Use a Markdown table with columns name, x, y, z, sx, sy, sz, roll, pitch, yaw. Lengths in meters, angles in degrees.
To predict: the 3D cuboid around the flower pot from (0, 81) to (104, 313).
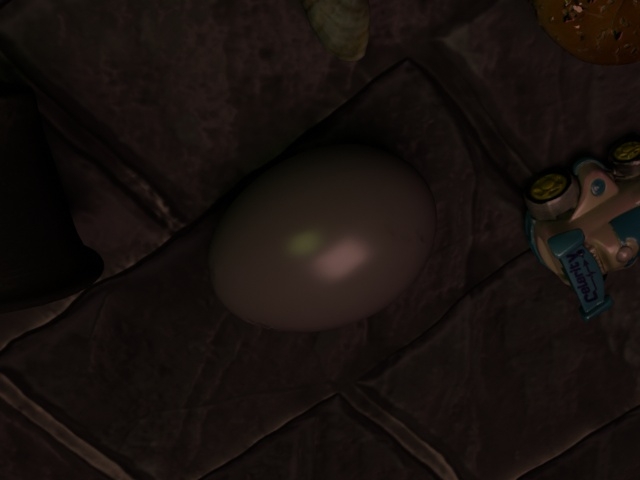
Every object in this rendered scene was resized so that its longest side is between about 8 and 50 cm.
| name | x | y | z | sx | sy | sz | roll | pitch | yaw |
| --- | --- | --- | --- | --- | --- | --- | --- | --- | --- |
| flower pot | -0.279 | -0.040 | 0.793 | 0.235 | 0.235 | 0.148 | -1 | 104 | -10 |

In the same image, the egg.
| name | x | y | z | sx | sy | sz | roll | pitch | yaw |
| --- | --- | --- | --- | --- | --- | --- | --- | --- | --- |
| egg | 0.000 | 0.000 | 0.892 | 0.198 | 0.146 | 0.146 | -20 | 124 | 10 |

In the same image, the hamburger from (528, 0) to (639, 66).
| name | x | y | z | sx | sy | sz | roll | pitch | yaw |
| --- | --- | --- | --- | --- | --- | --- | --- | --- | --- |
| hamburger | 0.231 | -0.229 | 0.809 | 0.185 | 0.113 | 0.177 | -41 | 120 | 16 |

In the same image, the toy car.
| name | x | y | z | sx | sy | sz | roll | pitch | yaw |
| --- | --- | --- | --- | --- | --- | --- | --- | --- | --- |
| toy car | 0.270 | -0.011 | 0.966 | 0.161 | 0.098 | 0.126 | -25 | 125 | 8 |

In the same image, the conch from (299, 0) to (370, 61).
| name | x | y | z | sx | sy | sz | roll | pitch | yaw |
| --- | --- | --- | --- | --- | --- | --- | --- | --- | --- |
| conch | -0.042 | -0.268 | 0.706 | 0.203 | 0.170 | 0.386 | 3 | 124 | 18 |
